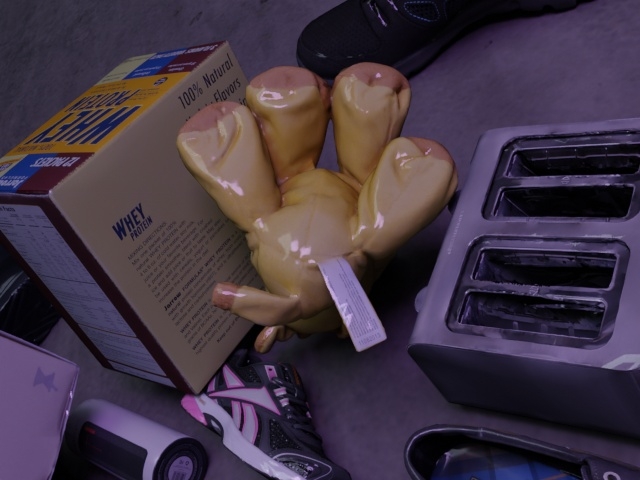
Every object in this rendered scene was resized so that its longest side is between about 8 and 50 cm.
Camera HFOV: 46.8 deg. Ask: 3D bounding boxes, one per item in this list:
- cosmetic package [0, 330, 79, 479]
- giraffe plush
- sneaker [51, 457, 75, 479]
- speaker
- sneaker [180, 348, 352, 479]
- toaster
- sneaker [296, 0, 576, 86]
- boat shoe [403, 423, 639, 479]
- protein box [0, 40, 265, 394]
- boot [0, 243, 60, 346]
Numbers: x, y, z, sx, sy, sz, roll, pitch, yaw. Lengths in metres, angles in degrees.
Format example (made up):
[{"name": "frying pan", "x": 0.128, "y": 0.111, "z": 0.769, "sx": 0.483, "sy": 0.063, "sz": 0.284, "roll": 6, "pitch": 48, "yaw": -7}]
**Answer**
[{"name": "cosmetic package", "x": -0.348, "y": 0.166, "z": 0.596, "sx": 0.296, "sy": 0.129, "sz": 0.153, "roll": -17, "pitch": 52, "yaw": 35}, {"name": "giraffe plush", "x": 0.000, "y": 0.000, "z": 0.542, "sx": 0.181, "sy": 0.170, "sz": 0.210, "roll": -6, "pitch": 68, "yaw": -4}, {"name": "sneaker", "x": -0.295, "y": 0.241, "z": 0.654, "sx": 0.270, "sy": 0.090, "sz": 0.145, "roll": 28, "pitch": 74, "yaw": 45}, {"name": "speaker", "x": -0.159, "y": 0.175, "z": 0.626, "sx": 0.136, "sy": 0.055, "sz": 0.055, "roll": 8, "pitch": 63, "yaw": 42}, {"name": "sneaker", "x": -0.037, "y": 0.129, "z": 0.553, "sx": 0.178, "sy": 0.072, "sz": 0.077, "roll": 23, "pitch": 72, "yaw": 46}, {"name": "toaster", "x": 0.159, "y": 0.025, "z": 0.449, "sx": 0.186, "sy": 0.110, "sz": 0.168, "roll": 3, "pitch": 60, "yaw": 40}, {"name": "sneaker", "x": 0.107, "y": -0.258, "z": 0.698, "sx": 0.341, "sy": 0.140, "sz": 0.125, "roll": -20, "pitch": 49, "yaw": 27}, {"name": "boat shoe", "x": 0.142, "y": 0.146, "z": 0.390, "sx": 0.228, "sy": 0.076, "sz": 0.080, "roll": 13, "pitch": 66, "yaw": 44}, {"name": "protein box", "x": -0.133, "y": -0.022, "z": 0.618, "sx": 0.136, "sy": 0.201, "sz": 0.200, "roll": 4, "pitch": 44, "yaw": 41}, {"name": "boot", "x": -0.424, "y": 0.097, "z": 0.870, "sx": 0.207, "sy": 0.094, "sz": 0.246, "roll": 20, "pitch": 65, "yaw": 42}]
